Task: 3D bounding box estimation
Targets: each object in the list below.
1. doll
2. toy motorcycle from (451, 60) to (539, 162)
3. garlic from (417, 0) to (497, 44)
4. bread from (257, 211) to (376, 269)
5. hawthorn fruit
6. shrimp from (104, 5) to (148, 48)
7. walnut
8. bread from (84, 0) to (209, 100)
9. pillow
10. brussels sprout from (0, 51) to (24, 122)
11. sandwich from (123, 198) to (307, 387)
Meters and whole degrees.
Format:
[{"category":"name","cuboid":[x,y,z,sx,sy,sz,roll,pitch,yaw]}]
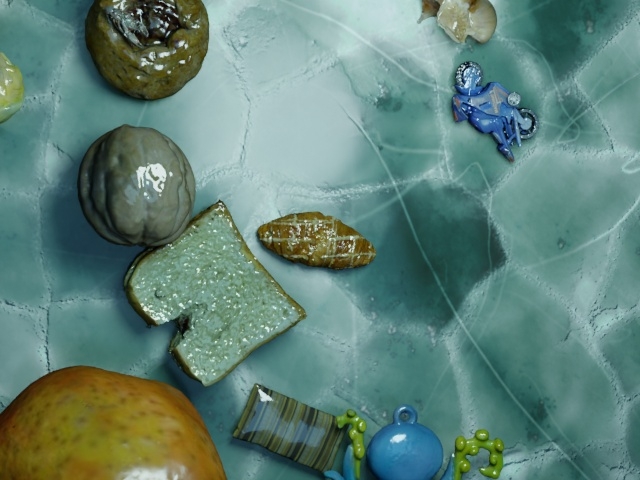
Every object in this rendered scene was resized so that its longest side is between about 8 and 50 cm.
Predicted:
[{"category":"doll","cuboid":[0.175,0.472,2.000,0.346,0.099,0.341,-2,104,-7]},{"category":"toy motorcycle","cuboid":[0.327,-0.250,2.023,0.205,0.076,0.114,38,92,-12]},{"category":"garlic","cuboid":[0.262,-0.442,1.994,0.174,0.099,0.124,37,88,-26]},{"category":"bread","cuboid":[0.000,0.000,1.956,0.233,0.076,0.105,12,90,-13]},{"category":"hawthorn fruit","cuboid":[-0.351,0.449,1.685,0.471,0.472,0.472,0,91,-12]},{"category":"shrimp","cuboid":[-0.327,-0.370,1.786,0.038,0.029,0.092,-44,101,-15]},{"category":"walnut","cuboid":[-0.319,-0.096,1.817,0.224,0.224,0.224,0,91,-12]},{"category":"bread","cuboid":[-0.308,-0.368,1.862,0.230,0.123,0.230,0,92,-10]},{"category":"pillow","cuboid":[-0.053,0.355,1.967,0.203,0.038,0.113,25,83,-12]},{"category":"brussels sprout","cuboid":[-0.597,-0.257,1.806,0.149,0.122,0.151,43,48,-16]},{"category":"sandwich","cuboid":[-0.203,0.102,1.905,0.249,0.095,0.273,-37,99,-5]}]
